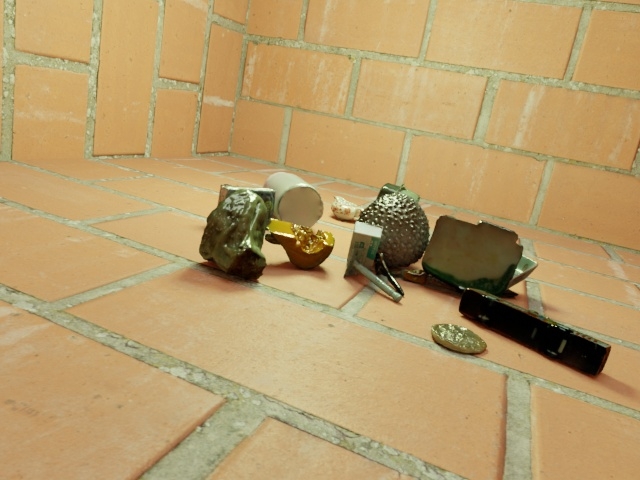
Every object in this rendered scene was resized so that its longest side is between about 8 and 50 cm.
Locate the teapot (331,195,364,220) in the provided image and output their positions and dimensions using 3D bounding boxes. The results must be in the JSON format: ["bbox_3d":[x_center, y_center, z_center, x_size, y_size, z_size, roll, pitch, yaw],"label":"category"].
[{"bbox_3d":[0.142,-0.155,2.560,0.245,0.116,0.159,21,5,42],"label":"teapot"}]

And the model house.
[{"bbox_3d":[0.540,0.038,1.765,0.298,0.244,0.284,22,13,15],"label":"model house"}]

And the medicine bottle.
[{"bbox_3d":[-0.140,-0.189,2.268,0.213,0.214,0.379,5,16,-21],"label":"medicine bottle"}]

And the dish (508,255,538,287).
[{"bbox_3d":[0.658,0.127,1.813,0.234,0.064,0.154,-24,29,-19],"label":"dish"}]

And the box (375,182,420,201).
[{"bbox_3d":[0.299,-0.103,2.124,0.166,0.291,0.220,25,17,8],"label":"box"}]

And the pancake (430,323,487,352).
[{"bbox_3d":[0.365,0.258,1.315,0.151,0.025,0.152,10,13,-2],"label":"pancake"}]

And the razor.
[{"bbox_3d":[0.173,0.123,1.595,0.068,0.106,0.232,-2,29,-40],"label":"razor"}]

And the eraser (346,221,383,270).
[{"bbox_3d":[0.148,0.023,1.708,0.095,0.225,0.052,12,58,3],"label":"eraser"}]

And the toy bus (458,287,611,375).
[{"bbox_3d":[0.584,0.245,1.396,0.092,0.093,0.408,7,14,-47],"label":"toy bus"}]

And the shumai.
[{"bbox_3d":[-0.223,-0.011,1.525,0.221,0.261,0.225,24,-14,26],"label":"shumai"}]

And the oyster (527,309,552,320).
[{"bbox_3d":[0.664,0.245,1.535,0.108,0.053,0.165,17,5,-19],"label":"oyster"}]

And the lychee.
[{"bbox_3d":[0.281,-0.035,1.861,0.299,0.300,0.300,10,14,-3],"label":"lychee"}]

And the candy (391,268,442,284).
[{"bbox_3d":[0.343,0.124,1.763,0.181,0.047,0.053,11,21,8],"label":"candy"}]

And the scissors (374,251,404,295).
[{"bbox_3d":[0.232,0.121,1.675,0.017,0.088,0.220,-5,30,-17],"label":"scissors"}]

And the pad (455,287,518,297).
[{"bbox_3d":[0.580,0.171,1.815,0.232,0.022,0.174,2,18,-25],"label":"pad"}]

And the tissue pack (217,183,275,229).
[{"bbox_3d":[-0.301,-0.133,2.018,0.235,0.174,0.073,0,17,-39],"label":"tissue pack"}]

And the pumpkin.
[{"bbox_3d":[-0.080,0.019,1.675,0.247,0.126,0.131,17,28,-15],"label":"pumpkin"}]
